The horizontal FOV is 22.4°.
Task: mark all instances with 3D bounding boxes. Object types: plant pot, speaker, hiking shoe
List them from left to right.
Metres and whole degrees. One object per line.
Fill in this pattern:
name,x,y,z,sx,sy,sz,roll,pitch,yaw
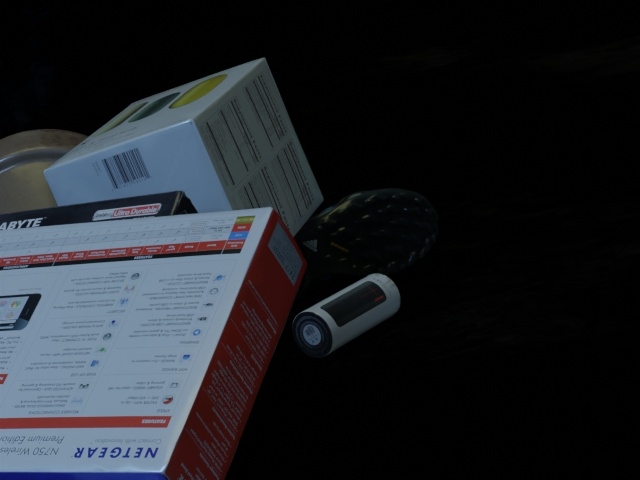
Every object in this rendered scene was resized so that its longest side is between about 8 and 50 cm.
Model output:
plant pot,-0.324,0.028,1.956,0.263,0.263,0.229,-13,30,-6
hiking shoe,0.000,0.000,2.017,0.304,0.113,0.132,-17,15,-23
speaker,0.030,0.081,1.776,0.055,0.055,0.136,-1,16,38

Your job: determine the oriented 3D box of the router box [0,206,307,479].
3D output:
router box,-0.214,0.114,1.478,0.335,0.082,0.301,-4,45,28

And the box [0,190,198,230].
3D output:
box,-0.292,0.088,1.679,0.296,0.073,0.293,-5,48,27

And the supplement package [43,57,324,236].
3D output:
supplement package,-0.151,-0.063,1.885,0.199,0.198,0.262,-17,15,22
